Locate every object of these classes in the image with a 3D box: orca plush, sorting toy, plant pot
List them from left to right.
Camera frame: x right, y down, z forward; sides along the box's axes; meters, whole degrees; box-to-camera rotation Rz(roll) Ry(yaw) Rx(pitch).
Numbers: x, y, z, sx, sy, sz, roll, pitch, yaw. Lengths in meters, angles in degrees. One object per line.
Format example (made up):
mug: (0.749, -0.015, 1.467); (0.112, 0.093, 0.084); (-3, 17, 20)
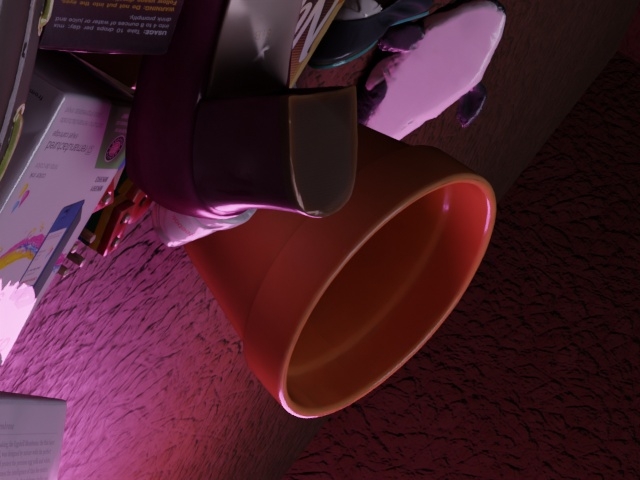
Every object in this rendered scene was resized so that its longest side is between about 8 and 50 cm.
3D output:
sorting toy: (-0.182, -0.033, 1.216); (0.274, 0.046, 0.132); (-35, 156, -59)
plant pot: (0.000, 0.000, 1.544); (0.291, 0.203, 0.291); (-38, 152, -24)
orca plush: (0.108, -0.178, 1.860); (0.287, 0.151, 0.102); (-64, -162, 18)

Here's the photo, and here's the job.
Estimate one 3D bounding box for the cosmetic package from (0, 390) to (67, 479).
cosmetic package: (-0.281, 0.207, 1.051); (0.224, 0.138, 0.224); (34, 63, -78)

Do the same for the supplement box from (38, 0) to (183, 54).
supplement box: (-0.110, -0.206, 0.859); (0.081, 0.104, 0.188); (-1, 134, -29)

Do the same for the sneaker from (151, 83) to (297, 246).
sneaker: (-0.092, -0.081, 1.406); (0.115, 0.090, 0.232); (-29, -161, 38)

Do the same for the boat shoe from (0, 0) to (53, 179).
boat shoe: (-0.218, -0.059, 0.855); (0.097, 0.117, 0.324); (-32, 147, -56)

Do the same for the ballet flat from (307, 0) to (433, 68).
ballet flat: (0.044, -0.234, 1.562); (0.203, 0.074, 0.074); (-35, 156, -45)

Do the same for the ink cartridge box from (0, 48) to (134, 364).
ink cartridge box: (-0.217, -0.022, 1.000); (0.212, 0.093, 0.154); (-57, 169, 8)

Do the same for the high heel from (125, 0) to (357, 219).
high heel: (-0.063, -0.199, 0.942); (0.127, 0.181, 0.377); (-1, 96, -46)

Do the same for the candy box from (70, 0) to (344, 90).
candy box: (-0.069, -0.189, 1.153); (0.183, 0.087, 0.316); (-58, 168, 6)
